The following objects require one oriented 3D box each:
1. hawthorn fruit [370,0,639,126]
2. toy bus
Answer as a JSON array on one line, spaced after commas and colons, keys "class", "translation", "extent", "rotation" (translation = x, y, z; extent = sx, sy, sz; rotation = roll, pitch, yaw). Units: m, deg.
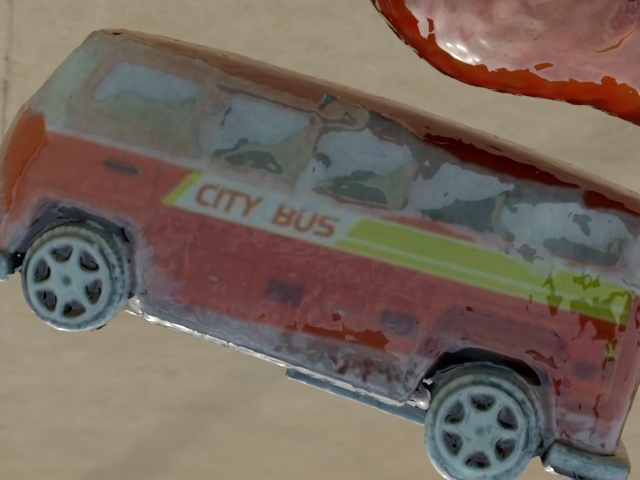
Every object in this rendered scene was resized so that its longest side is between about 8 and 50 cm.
[{"class": "hawthorn fruit", "translation": [0.106, -0.161, 0.366], "extent": [0.207, 0.243, 0.207], "rotation": [7, 134, 8]}, {"class": "toy bus", "translation": [0.000, 0.000, 0.470], "extent": [0.265, 0.120, 0.121], "rotation": [19, -174, 8]}]
